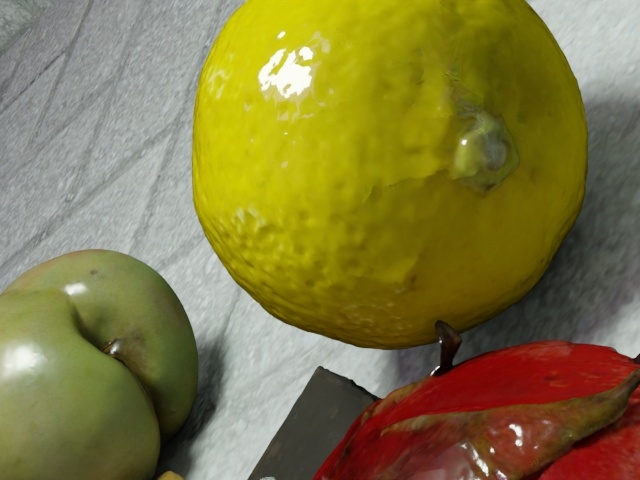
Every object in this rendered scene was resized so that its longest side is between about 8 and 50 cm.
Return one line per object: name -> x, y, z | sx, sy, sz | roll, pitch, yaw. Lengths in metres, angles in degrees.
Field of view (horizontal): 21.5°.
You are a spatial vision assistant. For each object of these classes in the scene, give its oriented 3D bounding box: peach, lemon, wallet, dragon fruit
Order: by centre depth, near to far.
dragon fruit -> 0.100, 0.155, 1.118 | 0.282, 0.100, 0.343 | -44, 26, 0
lemon -> 0.047, -0.072, 1.296 | 0.336, 0.336, 0.336 | -45, 24, 27
wallet -> -0.048, 0.251, 1.400 | 0.309, 0.042, 0.165 | -57, 20, -5
peach -> -0.260, 0.152, 1.700 | 0.292, 0.247, 0.292 | -49, 20, 24

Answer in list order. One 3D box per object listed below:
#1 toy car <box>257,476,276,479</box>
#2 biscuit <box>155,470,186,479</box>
toy car -> -0.064, 0.224, 1.379 | 0.093, 0.025, 0.041 | -44, 22, 31
biscuit -> -0.165, 0.288, 1.562 | 0.166, 0.036, 0.225 | -55, 13, 14
